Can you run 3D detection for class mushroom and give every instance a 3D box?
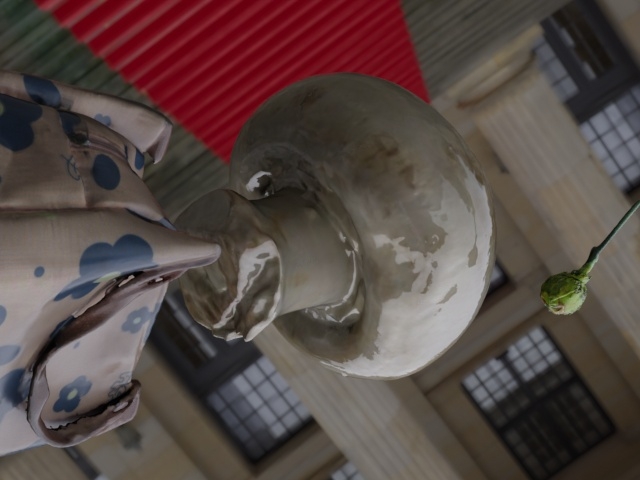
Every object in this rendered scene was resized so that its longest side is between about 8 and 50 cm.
[{"bbox_3d":[0.000,0.000,1.057,0.290,0.297,0.297,-22,-176,-34],"label":"mushroom"}]

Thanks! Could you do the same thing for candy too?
[{"bbox_3d":[0.234,0.012,0.985,0.123,0.035,0.035,-54,-141,11],"label":"candy"}]

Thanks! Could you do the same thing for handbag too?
[{"bbox_3d":[-0.193,0.022,0.741,0.193,0.190,0.251,-4,142,-35],"label":"handbag"}]
